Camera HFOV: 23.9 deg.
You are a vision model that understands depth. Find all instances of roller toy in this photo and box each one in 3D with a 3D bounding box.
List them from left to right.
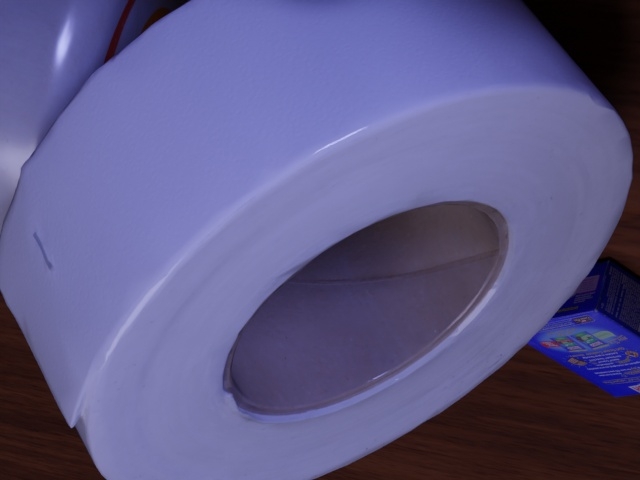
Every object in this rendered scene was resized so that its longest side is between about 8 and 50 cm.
[{"bbox_3d":[-0.141,-0.088,0.744,0.146,0.209,0.191,15,169,9],"label":"roller toy"}]

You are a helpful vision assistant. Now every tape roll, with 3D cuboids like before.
[{"bbox_3d":[0.000,0.000,0.702,0.100,0.286,0.286,57,175,29],"label":"tape roll"}]

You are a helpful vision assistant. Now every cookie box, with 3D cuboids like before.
[{"bbox_3d":[0.191,0.060,0.988,0.107,0.040,0.092,32,154,-25],"label":"cookie box"}]
